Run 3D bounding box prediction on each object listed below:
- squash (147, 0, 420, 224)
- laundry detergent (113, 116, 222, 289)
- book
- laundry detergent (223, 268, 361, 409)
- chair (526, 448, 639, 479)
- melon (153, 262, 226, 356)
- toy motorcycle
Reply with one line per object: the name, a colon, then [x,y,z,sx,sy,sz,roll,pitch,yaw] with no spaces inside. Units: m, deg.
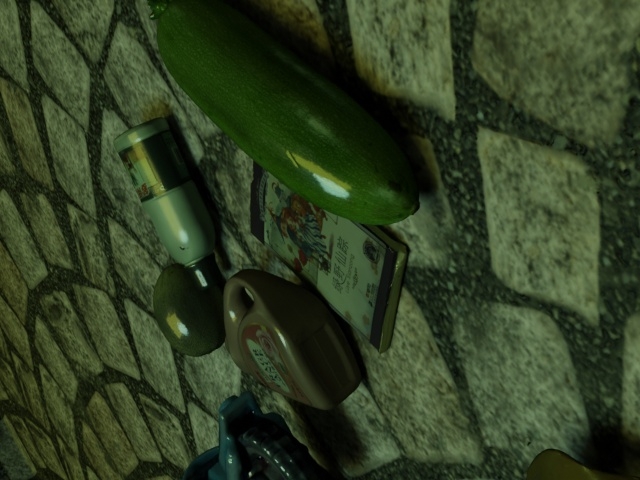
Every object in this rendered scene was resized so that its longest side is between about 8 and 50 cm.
squash: [-0.055,-0.140,0.987,0.395,0.107,0.107,44,145,31]
laundry detergent: [-0.187,-0.042,1.309,0.099,0.070,0.225,-17,100,52]
book: [-0.001,0.000,1.092,0.231,0.026,0.157,43,145,31]
laundry detergent: [-0.063,0.105,1.214,0.237,0.076,0.171,9,131,58]
chair: [0.257,0.293,0.801,0.158,0.172,0.247,100,177,-47]
melon: [-0.173,0.092,1.364,0.098,0.098,0.130,-31,78,61]
toy motorcycle: [-0.097,0.330,1.360,0.232,0.172,0.416,42,153,22]
